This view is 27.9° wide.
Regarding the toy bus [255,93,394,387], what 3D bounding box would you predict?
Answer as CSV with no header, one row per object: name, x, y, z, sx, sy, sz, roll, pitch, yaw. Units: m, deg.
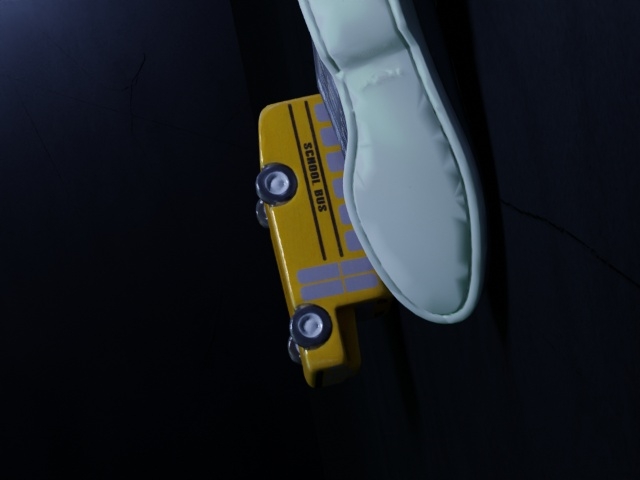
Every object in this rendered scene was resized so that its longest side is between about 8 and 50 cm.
toy bus,0.000,0.000,1.542,0.108,0.130,0.332,97,159,-72

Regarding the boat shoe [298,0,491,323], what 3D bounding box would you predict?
boat shoe,0.073,-0.096,0.954,0.099,0.116,0.319,-35,-67,-48

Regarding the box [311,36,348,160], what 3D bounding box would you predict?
box,0.036,-0.164,1.200,0.231,0.056,0.183,-109,9,-50
